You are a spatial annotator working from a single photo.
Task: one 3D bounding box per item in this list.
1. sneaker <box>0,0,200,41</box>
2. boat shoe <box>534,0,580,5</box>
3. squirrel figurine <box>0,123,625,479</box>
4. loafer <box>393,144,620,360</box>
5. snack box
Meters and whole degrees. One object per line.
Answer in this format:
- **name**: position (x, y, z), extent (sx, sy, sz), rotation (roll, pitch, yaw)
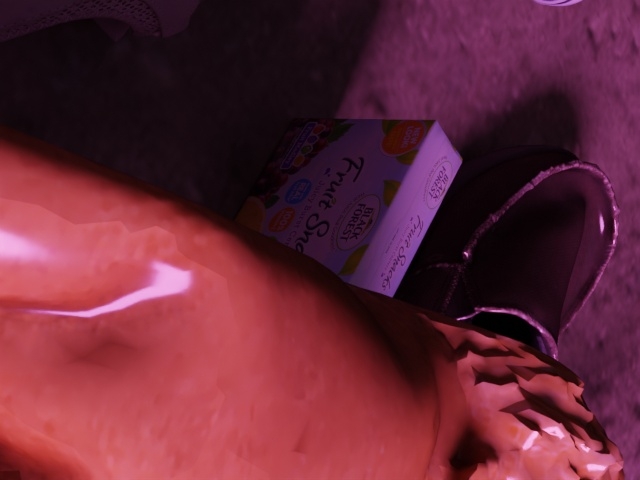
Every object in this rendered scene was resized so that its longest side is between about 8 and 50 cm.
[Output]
- **sneaker**: position (-0.075, -0.151, 0.670), extent (0.281, 0.105, 0.115), rotation (-17, 137, -50)
- **boat shoe**: position (0.079, -0.253, 0.812), extent (0.102, 0.108, 0.301), rotation (-48, 126, -36)
- **squirrel figurine**: position (-0.090, 0.174, 0.486), extent (0.397, 0.281, 0.370), rotation (21, 85, -24)
- **loafer**: position (0.091, 0.065, 0.846), extent (0.366, 0.130, 0.133), rotation (-43, 126, -38)
- **snack box**: position (0.000, 0.000, 0.751), extent (0.037, 0.100, 0.141), rotation (52, 56, -40)
